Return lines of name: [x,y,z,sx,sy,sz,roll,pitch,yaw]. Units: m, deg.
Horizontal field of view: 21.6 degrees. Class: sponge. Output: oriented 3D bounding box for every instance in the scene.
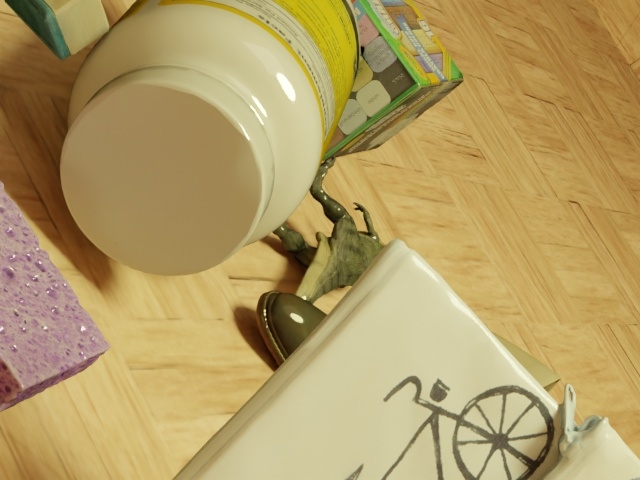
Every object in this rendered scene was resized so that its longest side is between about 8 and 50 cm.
sponge: [-0.219,0.001,1.033,0.210,0.031,0.117,55,22,5]

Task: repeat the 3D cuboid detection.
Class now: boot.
boot: [0.053,0.095,1.321,0.219,0.106,0.082,40,44,-30]

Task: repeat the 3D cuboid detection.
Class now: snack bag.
snack bag: [0.055,0.212,0.937,0.342,0.323,0.037,48,-13,-14]

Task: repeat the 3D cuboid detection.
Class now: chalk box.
chalk box: [0.031,-0.171,1.665,0.132,0.132,0.213,56,21,6]

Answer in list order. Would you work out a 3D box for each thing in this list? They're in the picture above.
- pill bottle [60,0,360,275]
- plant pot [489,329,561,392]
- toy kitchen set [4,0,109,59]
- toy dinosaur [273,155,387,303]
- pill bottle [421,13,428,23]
pill bottle: [-0.081,-0.105,1.263,0.188,0.188,0.334,48,23,-12]
plant pot: [0.126,0.130,1.454,0.096,0.109,0.109,45,19,14]
toy kitchen set: [-0.256,-0.189,1.091,0.122,0.166,0.207,46,-16,26]
toy dinosaur: [0.000,0.000,1.447,0.118,0.064,0.268,60,25,0]
pill bottle: [0.086,-0.223,1.926,0.078,0.078,0.137,49,22,-10]
